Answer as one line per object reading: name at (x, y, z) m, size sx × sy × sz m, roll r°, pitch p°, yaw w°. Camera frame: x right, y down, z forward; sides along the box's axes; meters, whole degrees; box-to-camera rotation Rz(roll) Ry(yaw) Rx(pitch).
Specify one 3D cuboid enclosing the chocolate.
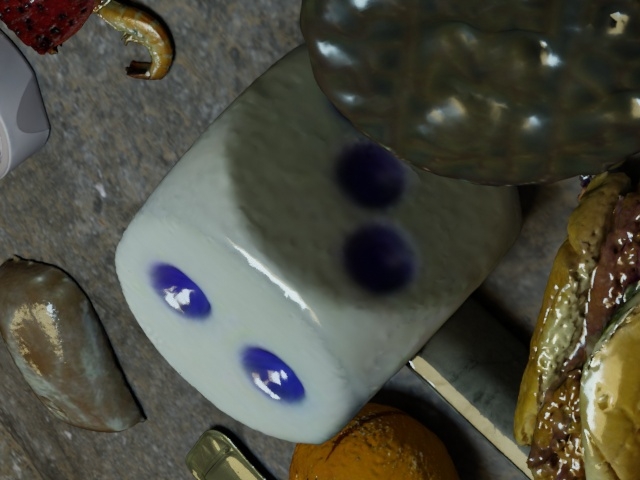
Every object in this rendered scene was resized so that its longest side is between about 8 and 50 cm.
chocolate at (-0.339, 0.149, 2.025) m, size 0.161 × 0.083 × 0.261 m, roll 4°, pitch 127°, yaw 42°

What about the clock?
clock at (-0.398, -0.164, 1.786) m, size 0.197 × 0.068 × 0.197 m, roll 28°, pitch 142°, yaw 25°

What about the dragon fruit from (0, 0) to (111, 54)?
dragon fruit at (-0.275, -0.282, 1.539) m, size 0.161 × 0.120 × 0.127 m, roll 63°, pitch -171°, yaw 33°

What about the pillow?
pillow at (-0.076, 0.325, 1.971) m, size 0.217 × 0.033 × 0.130 m, roll 42°, pitch 142°, yaw 6°

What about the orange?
orange at (0.060, 0.257, 1.655) m, size 0.193 × 0.161 × 0.193 m, roll 39°, pitch 156°, yaw 21°

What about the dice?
dice at (0.000, 0.000, 1.376) m, size 0.251 × 0.259 × 0.243 m, roll 42°, pitch 147°, yaw 4°

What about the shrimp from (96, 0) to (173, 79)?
shrimp at (-0.199, -0.207, 1.575) m, size 0.127 × 0.025 × 0.091 m, roll 36°, pitch 146°, yaw 11°

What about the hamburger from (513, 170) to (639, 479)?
hamburger at (0.243, 0.099, 1.300) m, size 0.155 × 0.245 × 0.282 m, roll 24°, pitch 165°, yaw 26°

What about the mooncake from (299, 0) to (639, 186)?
mooncake at (0.129, -0.167, 1.083) m, size 0.290 × 0.161 × 0.290 m, roll 11°, pitch 146°, yaw 8°

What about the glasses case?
glasses case at (0.213, 0.181, 1.458) m, size 0.299 × 0.114 × 0.060 m, roll 43°, pitch 132°, yaw 4°
